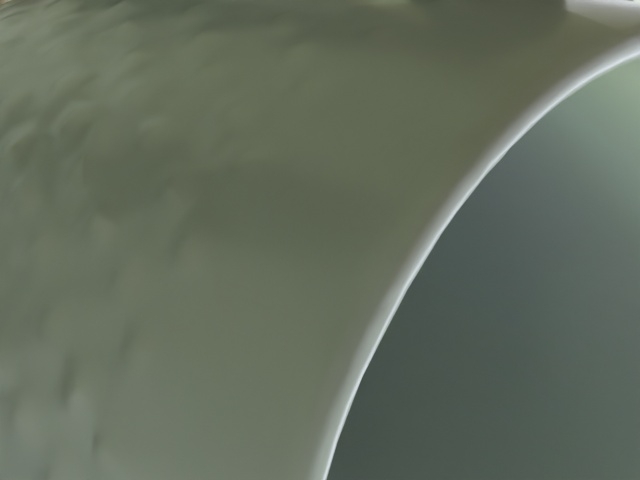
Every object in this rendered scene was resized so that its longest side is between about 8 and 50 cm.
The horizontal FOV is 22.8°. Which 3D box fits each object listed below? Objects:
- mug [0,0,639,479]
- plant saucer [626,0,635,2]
[{"bbox_3d":[-0.023,-0.004,0.523,0.276,0.328,0.374,-8,-72,-44],"label":"mug"},{"bbox_3d":[0.167,-0.124,1.165,0.029,0.168,0.168,54,-166,0],"label":"plant saucer"}]
